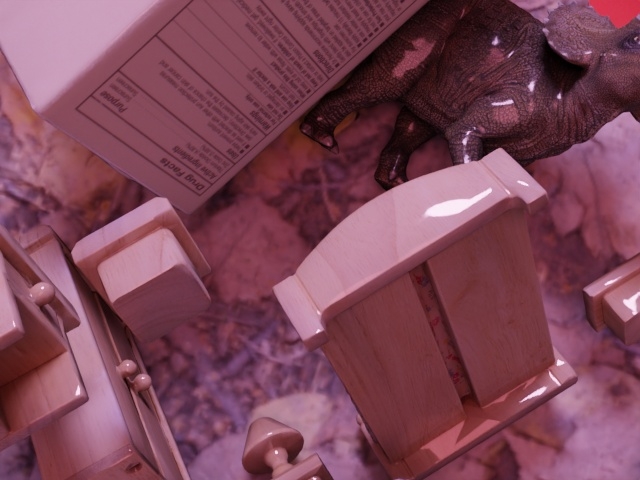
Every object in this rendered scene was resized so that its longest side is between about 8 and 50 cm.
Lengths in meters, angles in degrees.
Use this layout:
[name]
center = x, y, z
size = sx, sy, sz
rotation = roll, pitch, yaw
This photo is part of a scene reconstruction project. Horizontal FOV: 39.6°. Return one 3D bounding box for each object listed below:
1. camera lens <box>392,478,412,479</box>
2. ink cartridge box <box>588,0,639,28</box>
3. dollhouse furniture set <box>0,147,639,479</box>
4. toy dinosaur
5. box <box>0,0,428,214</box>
[camera lens]
center = -0.028, 0.273, 0.452
size = 0.274, 0.219, 0.219
rotation = -33, 87, 16
[ink cartridge box]
center = 0.301, -0.229, 0.610
size = 0.225, 0.056, 0.180
rotation = 0, 85, -3
[dollhouse furniture set]
center = 0.000, 0.000, 0.505
size = 0.356, 0.303, 0.174
rotation = -31, 49, -5
[toy dinosaur]
center = 0.088, -0.105, 0.576
size = 0.314, 0.121, 0.160
rotation = 25, 81, 33
[box]
center = -0.025, -0.175, 0.504
size = 0.311, 0.148, 0.121
rotation = -40, 57, 6
